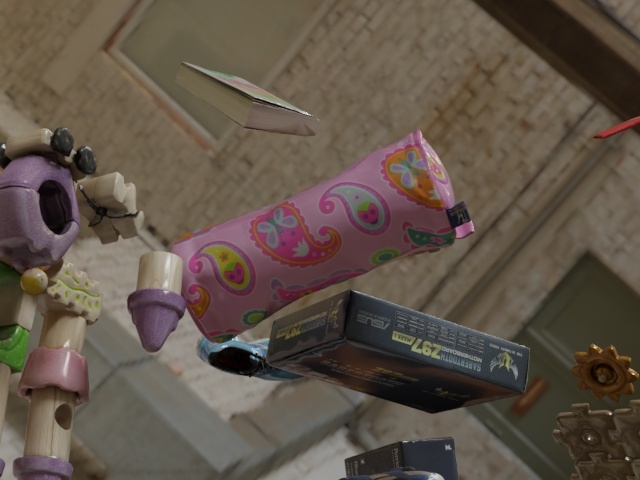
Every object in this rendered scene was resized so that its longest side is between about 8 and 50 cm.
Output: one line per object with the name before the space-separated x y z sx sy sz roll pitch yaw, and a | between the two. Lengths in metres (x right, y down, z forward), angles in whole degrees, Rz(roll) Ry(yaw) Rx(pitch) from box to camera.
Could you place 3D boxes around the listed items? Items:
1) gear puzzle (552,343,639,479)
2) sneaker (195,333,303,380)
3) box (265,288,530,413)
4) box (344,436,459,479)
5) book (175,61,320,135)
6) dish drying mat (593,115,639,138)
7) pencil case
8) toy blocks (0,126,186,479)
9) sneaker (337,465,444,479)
gear puzzle | 0.404 0.270 1.697 0.175 0.339 0.044 -9 28 33
sneaker | -0.087 0.168 1.752 0.073 0.162 0.063 -131 51 -69
box | 0.083 0.127 1.412 0.183 0.232 0.059 -27 49 58
box | 0.116 0.362 1.773 0.093 0.156 0.158 3 -19 -30
book | -0.079 -0.151 1.390 0.096 0.144 0.035 9 -74 -42
dish drying mat | 0.445 -0.167 1.902 0.083 0.008 0.032 -22 12 -13
pencil case | 0.000 0.000 1.245 0.284 0.124 0.124 -23 -11 6
toy blocks | -0.282 0.105 1.093 0.308 0.260 0.288 -12 -32 26
sneaker | 0.081 0.290 1.482 0.144 0.053 0.059 -6 15 39
